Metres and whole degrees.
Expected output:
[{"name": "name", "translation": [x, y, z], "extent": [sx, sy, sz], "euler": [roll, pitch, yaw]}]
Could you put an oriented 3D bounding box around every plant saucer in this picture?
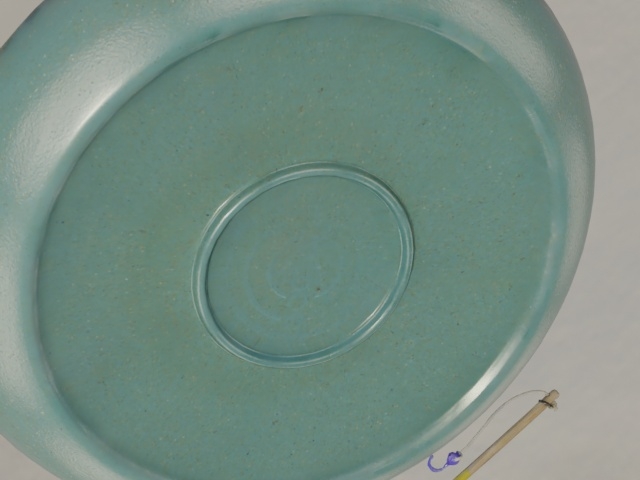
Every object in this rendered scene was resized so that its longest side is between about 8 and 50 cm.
[{"name": "plant saucer", "translation": [-0.012, 0.005, 0.717], "extent": [0.317, 0.317, 0.043], "euler": [-39, 34, 2]}]

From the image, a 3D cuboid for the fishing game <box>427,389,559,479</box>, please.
[{"name": "fishing game", "translation": [0.050, 0.072, 1.141], "extent": [0.189, 0.264, 0.041], "euler": [-37, 19, -10]}]
